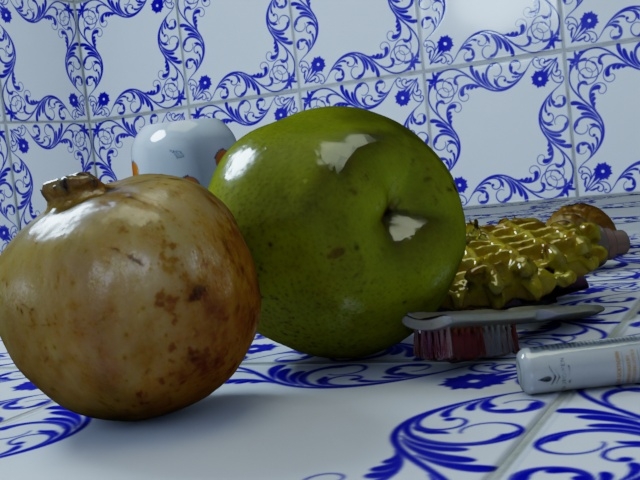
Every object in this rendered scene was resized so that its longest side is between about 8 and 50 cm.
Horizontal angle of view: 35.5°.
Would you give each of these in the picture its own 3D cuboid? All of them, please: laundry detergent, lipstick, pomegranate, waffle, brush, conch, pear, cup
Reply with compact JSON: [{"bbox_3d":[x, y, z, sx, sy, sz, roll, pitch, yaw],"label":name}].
[{"bbox_3d":[0.348,0.013,1.566,0.237,0.076,0.171,-7,4,-18],"label":"laundry detergent"},{"bbox_3d":[0.232,0.100,0.816,0.141,0.040,0.040,-7,4,2],"label":"lipstick"},{"bbox_3d":[-0.173,0.045,0.890,0.248,0.248,0.248,-6,4,0],"label":"pomegranate"},{"bbox_3d":[0.207,0.022,1.223,0.293,0.069,0.259,-21,16,-41],"label":"waffle"},{"bbox_3d":[0.198,0.090,1.017,0.060,0.050,0.321,-6,-4,40],"label":"brush"},{"bbox_3d":[0.466,-0.023,1.751,0.109,0.093,0.330,-12,0,33],"label":"conch"},{"bbox_3d":[0.011,-0.009,1.063,0.294,0.294,0.294,-6,4,0],"label":"pear"},{"bbox_3d":[-0.243,-0.066,1.895,0.212,0.317,0.212,-6,4,0],"label":"cup"}]

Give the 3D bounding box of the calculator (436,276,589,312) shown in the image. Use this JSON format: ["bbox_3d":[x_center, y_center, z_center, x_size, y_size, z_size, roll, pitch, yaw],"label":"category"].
[{"bbox_3d":[0.187,0.067,1.308,0.294,0.043,0.194,-10,6,-21],"label":"calculator"}]
